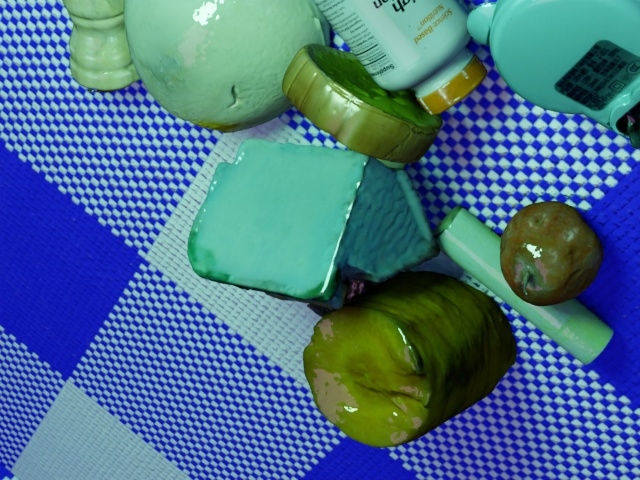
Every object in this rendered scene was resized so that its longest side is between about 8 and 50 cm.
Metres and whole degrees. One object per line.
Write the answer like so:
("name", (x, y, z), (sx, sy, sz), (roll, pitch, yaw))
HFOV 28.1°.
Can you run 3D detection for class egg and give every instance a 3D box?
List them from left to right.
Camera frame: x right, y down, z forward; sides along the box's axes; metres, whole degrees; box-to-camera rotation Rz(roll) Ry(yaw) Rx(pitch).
("egg", (-0.160, -0.293, 1.823), (0.337, 0.201, 0.337), (16, 133, 18))

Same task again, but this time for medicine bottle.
("medicine bottle", (0.096, -0.303, 1.668), (0.157, 0.157, 0.288), (-26, 108, 45))

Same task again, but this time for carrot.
("carrot", (0.132, 0.174, 1.946), (0.241, 0.341, 0.241), (5, 101, 28))

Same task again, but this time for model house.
("model house", (0.000, 0.000, 1.866), (0.280, 0.230, 0.249), (11, 166, 37))

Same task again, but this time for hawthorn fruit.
("hawthorn fruit", (0.304, 0.023, 1.799), (0.149, 0.189, 0.149), (30, 128, 48))

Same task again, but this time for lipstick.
("lipstick", (0.298, 0.065, 1.906), (0.304, 0.076, 0.076), (39, 137, 0))

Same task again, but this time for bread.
("bread", (0.058, -0.189, 1.738), (0.236, 0.236, 0.070), (33, 112, 6))

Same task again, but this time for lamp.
("lamp", (0.335, -0.235, 1.570), (0.284, 0.147, 0.209), (43, 139, -1))

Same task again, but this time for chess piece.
("chess piece", (-0.335, -0.380, 1.911), (0.137, 0.137, 0.301), (17, 134, 22))

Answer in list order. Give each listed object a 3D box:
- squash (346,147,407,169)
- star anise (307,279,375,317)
("squash", (0.049, -0.083, 1.950), (0.094, 0.094, 0.224), (38, 144, 1))
("star anise", (0.076, 0.152, 2.123), (0.230, 0.081, 0.262), (-29, 95, 37))
